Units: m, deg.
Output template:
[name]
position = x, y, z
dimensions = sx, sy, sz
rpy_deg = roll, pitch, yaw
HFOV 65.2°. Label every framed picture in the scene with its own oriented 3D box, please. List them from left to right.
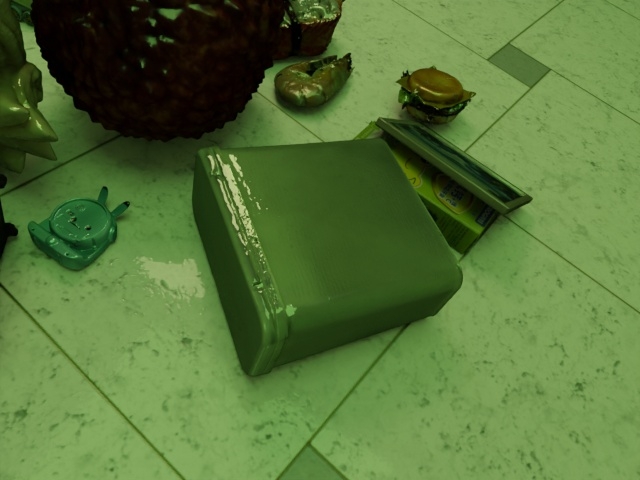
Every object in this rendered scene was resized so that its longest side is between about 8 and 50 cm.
[framed picture]
position = 0.283, -0.162, 1.042
dimensions = 0.315, 0.024, 0.232
rpy_deg = 39, 27, 20

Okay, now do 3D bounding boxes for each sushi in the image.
[sushi]
position = -0.083, -0.516, 1.207
dimensions = 0.333, 0.124, 0.129
rpy_deg = -14, 68, -21

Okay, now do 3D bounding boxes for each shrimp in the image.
[shrimp]
position = -0.004, -0.391, 1.184
dimensions = 0.145, 0.061, 0.267
rpy_deg = 32, 55, 20

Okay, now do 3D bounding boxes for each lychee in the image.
[lychee]
position = -0.286, -0.378, 0.864
dimensions = 0.425, 0.424, 0.500
rpy_deg = 44, 31, 17

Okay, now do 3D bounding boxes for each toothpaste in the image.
[toothpaste]
position = 0.197, -0.114, 1.025
dimensions = 0.328, 0.077, 0.110
rpy_deg = 36, 53, 12

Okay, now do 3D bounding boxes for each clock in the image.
[clock]
position = -0.390, -0.028, 0.828
dimensions = 0.108, 0.045, 0.147
rpy_deg = 33, 53, 8

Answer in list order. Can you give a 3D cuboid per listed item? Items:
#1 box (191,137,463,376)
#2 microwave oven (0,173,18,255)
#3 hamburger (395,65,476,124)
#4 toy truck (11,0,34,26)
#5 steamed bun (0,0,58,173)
[box]
position = 0.000, 0.000, 0.833
dimensions = 0.344, 0.177, 0.351
rpy_deg = -11, 58, -23
[microwave oven]
position = -0.535, 0.034, 0.662
dimensions = 0.178, 0.188, 0.247
rpy_deg = 5, 50, -18
[hamburger]
position = 0.263, -0.338, 1.190
dimensions = 0.190, 0.093, 0.164
rpy_deg = -15, 52, -26
[toy truck]
position = -0.673, -0.557, 1.085
dimensions = 0.191, 0.116, 0.085
rpy_deg = 23, 51, 1
[steamed bun]
position = -0.532, -0.222, 0.765
dimensions = 0.247, 0.428, 0.189
rpy_deg = 17, 66, -41
